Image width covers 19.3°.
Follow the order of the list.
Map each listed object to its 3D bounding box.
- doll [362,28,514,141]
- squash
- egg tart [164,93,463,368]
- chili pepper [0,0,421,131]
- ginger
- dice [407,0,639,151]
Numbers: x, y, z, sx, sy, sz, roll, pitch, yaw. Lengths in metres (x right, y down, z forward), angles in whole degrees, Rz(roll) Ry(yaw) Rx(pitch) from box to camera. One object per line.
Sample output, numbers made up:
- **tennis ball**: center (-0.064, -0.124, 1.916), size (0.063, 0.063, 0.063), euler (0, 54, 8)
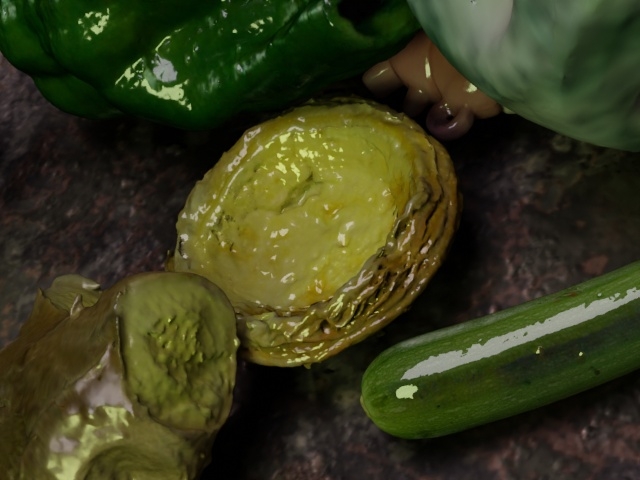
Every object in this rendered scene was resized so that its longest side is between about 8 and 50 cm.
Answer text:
- **doll**: center (0.123, -0.177, 1.311), size (0.211, 0.093, 0.262), euler (-7, 51, 29)
- **squash**: center (0.131, 0.064, 1.121), size (0.229, 0.066, 0.066), euler (-22, 46, 13)
- **egg tart**: center (0.000, 0.002, 1.232), size (0.213, 0.090, 0.212), euler (-15, 46, 16)
- **chili pepper**: center (-0.090, -0.165, 1.312), size (0.385, 0.213, 0.167), euler (-4, 65, 54)
- **ginger**: center (-0.166, 0.122, 1.209), size (0.270, 0.123, 0.218), euler (-16, 62, 53)
- **dice**: center (0.223, -0.267, 1.080), size (0.330, 0.328, 0.348), euler (-14, 63, -22)
